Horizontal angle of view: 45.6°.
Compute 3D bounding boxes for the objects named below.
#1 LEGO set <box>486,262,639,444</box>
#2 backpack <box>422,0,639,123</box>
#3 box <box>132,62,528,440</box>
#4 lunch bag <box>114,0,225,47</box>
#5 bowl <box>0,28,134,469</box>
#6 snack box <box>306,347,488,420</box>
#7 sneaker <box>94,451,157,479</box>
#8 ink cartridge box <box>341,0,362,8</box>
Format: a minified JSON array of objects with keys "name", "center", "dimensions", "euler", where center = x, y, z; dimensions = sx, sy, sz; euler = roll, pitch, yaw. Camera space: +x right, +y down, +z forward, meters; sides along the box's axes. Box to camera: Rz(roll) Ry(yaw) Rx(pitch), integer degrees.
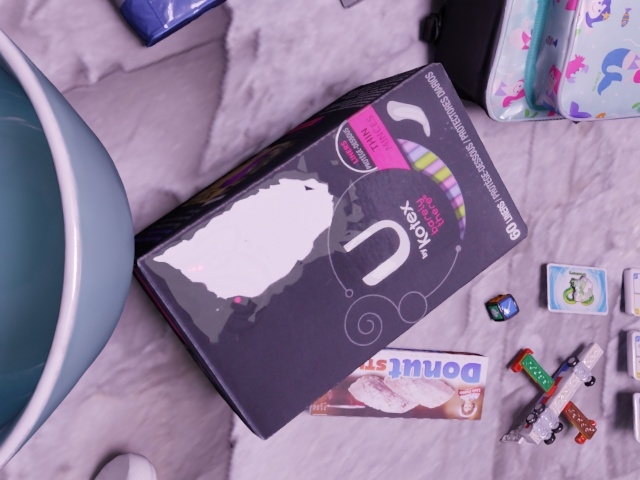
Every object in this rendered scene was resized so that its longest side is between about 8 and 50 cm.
[{"name":"LEGO set","center":[0.275,0.118,0.790],"dimensions":[0.244,0.060,0.182],"euler":[5,80,-22]},{"name":"backpack","center":[0.251,-0.213,0.670],"dimensions":[0.254,0.191,0.225],"euler":[-7,118,-28]},{"name":"box","center":[0.000,0.000,0.615],"dimensions":[0.270,0.143,0.165],"euler":[-36,105,-14]},{"name":"lunch bag","center":[-0.114,-0.206,0.598],"dimensions":[0.098,0.067,0.065],"euler":[-37,106,-15]},{"name":"bowl","center":[-0.245,0.003,0.478],"dimensions":[0.312,0.163,0.311],"euler":[0,91,15]},{"name":"snack box","center":[0.073,0.134,0.716],"dimensions":[0.178,0.022,0.064],"euler":[7,90,-20]},{"name":"sneaker","center":[-0.150,0.274,0.625],"dimensions":[0.094,0.080,0.212],"euler":[9,98,-32]},{"name":"ink cartridge box","center":[0.031,-0.268,0.636],"dimensions":[0.052,0.088,0.122],"euler":[-31,104,-19]}]
